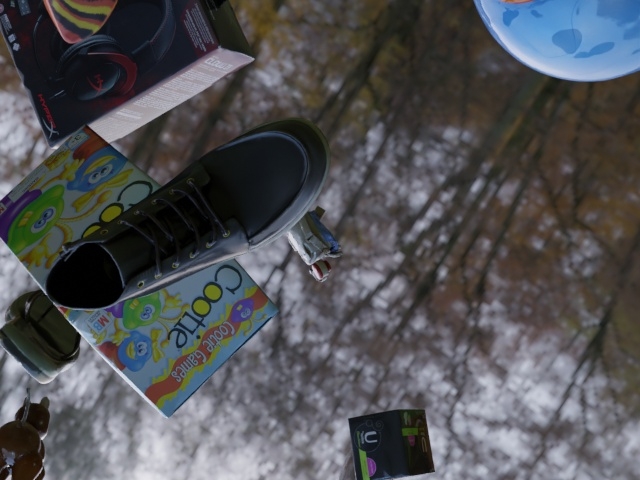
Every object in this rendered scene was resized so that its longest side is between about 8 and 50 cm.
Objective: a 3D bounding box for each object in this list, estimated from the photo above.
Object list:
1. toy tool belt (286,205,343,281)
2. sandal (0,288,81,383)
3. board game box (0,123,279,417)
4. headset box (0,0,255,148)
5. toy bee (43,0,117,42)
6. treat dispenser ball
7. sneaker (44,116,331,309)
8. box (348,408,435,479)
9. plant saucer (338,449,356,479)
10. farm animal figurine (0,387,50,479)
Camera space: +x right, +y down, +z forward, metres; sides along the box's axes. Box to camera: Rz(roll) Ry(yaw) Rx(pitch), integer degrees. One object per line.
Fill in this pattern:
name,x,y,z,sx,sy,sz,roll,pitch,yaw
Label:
toy tool belt,0.000,0.000,1.490,0.083,0.051,0.052,54,164,29
sandal,-0.364,0.118,1.834,0.120,0.086,0.303,40,-179,-11
board game box,-0.185,0.019,1.269,0.142,0.144,0.275,51,170,-34
headset box,-0.236,-0.271,1.684,0.218,0.293,0.110,66,-161,9
toy bee,-0.278,-0.350,1.464,0.195,0.162,0.298,58,179,17
treat dispenser ball,0.315,-0.330,1.577,0.288,0.288,0.288,27,-160,-11
sneaker,-0.094,-0.010,1.000,0.083,0.222,0.118,56,-162,0
box,0.065,0.188,1.236,0.083,0.052,0.062,18,-118,-69
plant saucer,0.102,0.387,1.573,0.311,0.050,0.310,58,174,9
farm animal figurine,-0.419,0.130,1.323,0.330,0.172,0.327,5,155,24
